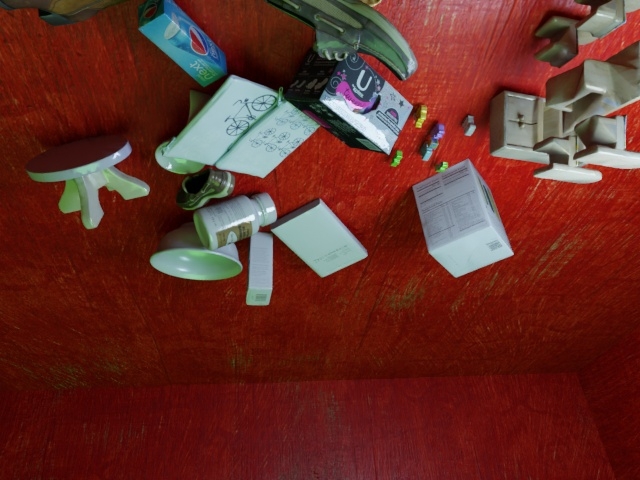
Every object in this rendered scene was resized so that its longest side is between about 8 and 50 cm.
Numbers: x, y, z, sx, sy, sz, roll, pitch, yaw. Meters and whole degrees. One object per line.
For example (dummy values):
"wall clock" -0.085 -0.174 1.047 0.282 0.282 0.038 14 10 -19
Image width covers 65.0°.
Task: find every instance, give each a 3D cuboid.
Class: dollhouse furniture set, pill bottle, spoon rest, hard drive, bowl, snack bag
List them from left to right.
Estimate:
"spoon rest" -0.356 -0.267 1.337 0.137 0.084 0.276 12 141 -22
"bowl" -0.406 0.026 1.677 0.297 0.134 0.298 1 158 0
"pill bottle" -0.257 -0.066 1.537 0.229 0.131 0.131 -23 152 -25
"snack bag" -0.186 -0.277 1.297 0.323 0.037 0.342 -34 155 34
"hard drive" 0.000 0.000 1.749 0.203 0.040 0.307 -26 131 22
"dollhouse furniture set" 0.619 -0.311 1.180 0.256 0.362 0.394 6 172 -13

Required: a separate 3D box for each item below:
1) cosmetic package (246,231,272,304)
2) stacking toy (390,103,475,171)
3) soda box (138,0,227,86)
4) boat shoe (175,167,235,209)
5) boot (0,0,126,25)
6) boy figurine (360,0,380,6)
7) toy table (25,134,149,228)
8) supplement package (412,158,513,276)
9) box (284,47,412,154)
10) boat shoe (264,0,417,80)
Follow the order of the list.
"cosmetic package" -0.211 0.095 1.739 0.085 0.231 0.117 3 144 -12
"stacking toy" 0.315 -0.282 1.433 0.166 0.052 0.221 7 145 -14
"soda box" -0.294 -0.430 1.091 0.071 0.067 0.210 -20 155 20
"boat shoe" -0.358 -0.157 1.451 0.257 0.095 0.095 -17 154 41
"boot" -0.429 -0.480 0.916 0.280 0.096 0.264 -11 178 8
"boy figurine" 0.050 -0.574 0.948 0.177 0.092 0.285 -17 141 11
"toy table" -0.611 -0.166 1.340 0.274 0.252 0.161 -3 129 15
"supplement package" 0.439 -0.066 1.563 0.198 0.263 0.199 -26 140 26
"box" 0.071 -0.331 1.195 0.247 0.142 0.163 28 178 -38
"boat shoe" 0.033 -0.428 1.014 0.355 0.132 0.130 37 103 -5
